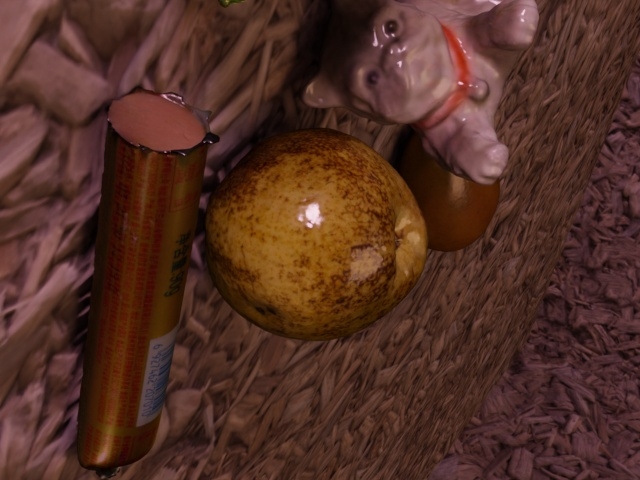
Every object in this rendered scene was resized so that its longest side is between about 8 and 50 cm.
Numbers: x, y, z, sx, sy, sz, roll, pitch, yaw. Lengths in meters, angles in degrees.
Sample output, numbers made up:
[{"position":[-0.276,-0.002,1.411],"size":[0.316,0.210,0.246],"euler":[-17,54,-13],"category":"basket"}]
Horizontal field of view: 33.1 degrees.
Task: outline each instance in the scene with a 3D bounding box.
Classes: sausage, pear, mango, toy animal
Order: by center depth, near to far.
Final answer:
[{"position":[-0.144,0.062,0.845],"size":[0.082,0.082,0.372],"euler":[-39,151,-49],"category":"sausage"},{"position":[0.000,0.000,0.967],"size":[0.197,0.197,0.197],"euler":[-51,158,-30],"category":"pear"},{"position":[0.101,-0.231,1.017],"size":[0.266,0.188,0.308],"euler":[-74,176,-80],"category":"toy animal"},{"position":[0.160,-0.070,1.385],"size":[0.152,0.120,0.221],"euler":[-61,154,-13],"category":"mango"}]

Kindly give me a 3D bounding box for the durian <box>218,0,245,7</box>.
[{"position":[-0.004,-0.242,0.772],"size":[0.139,0.101,0.250],"euler":[-31,-172,45],"category":"durian"}]
